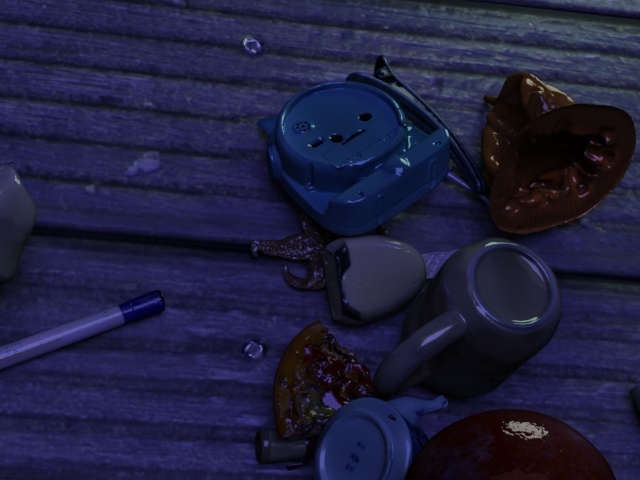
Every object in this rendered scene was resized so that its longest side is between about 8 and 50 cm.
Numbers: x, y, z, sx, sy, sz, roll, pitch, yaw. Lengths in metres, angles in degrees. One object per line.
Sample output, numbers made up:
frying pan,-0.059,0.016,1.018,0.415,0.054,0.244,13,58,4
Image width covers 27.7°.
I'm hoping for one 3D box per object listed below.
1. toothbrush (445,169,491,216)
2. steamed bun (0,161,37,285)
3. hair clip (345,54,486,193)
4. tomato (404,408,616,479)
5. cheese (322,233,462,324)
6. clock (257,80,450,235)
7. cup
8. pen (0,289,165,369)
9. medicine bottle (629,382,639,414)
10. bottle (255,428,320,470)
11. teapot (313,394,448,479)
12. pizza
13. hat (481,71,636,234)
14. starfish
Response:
toothbrush,0.177,-0.112,1.986,0.276,0.025,0.019,37,58,10
steamed bun,-0.535,0.001,1.698,0.320,0.206,0.275,12,44,20
hair clip,0.162,-0.177,1.986,0.275,0.048,0.083,43,49,14
tomato,0.219,0.326,1.532,0.265,0.265,0.264,4,64,-9
cheese,0.125,0.044,1.875,0.252,0.054,0.127,-9,90,-25
clock,0.032,-0.140,1.898,0.224,0.094,0.274,-35,57,-26
cup,0.182,0.107,1.759,0.255,0.202,0.173,-3,63,-21
pen,-0.340,0.126,1.767,0.269,0.033,0.033,-20,70,-19
medicine bottle,0.508,0.305,1.823,0.059,0.059,0.230,-14,67,-17
bottle,-0.035,0.277,1.746,0.101,0.047,0.063,0,76,-15
teapot,0.083,0.297,1.688,0.159,0.159,0.232,27,92,3
pizza,0.031,0.201,1.771,0.193,0.053,0.201,20,46,-15
hat,0.305,-0.160,1.978,0.233,0.244,0.233,28,15,-39
starfish,0.001,-0.005,1.883,0.210,0.053,0.150,-8,62,-12
